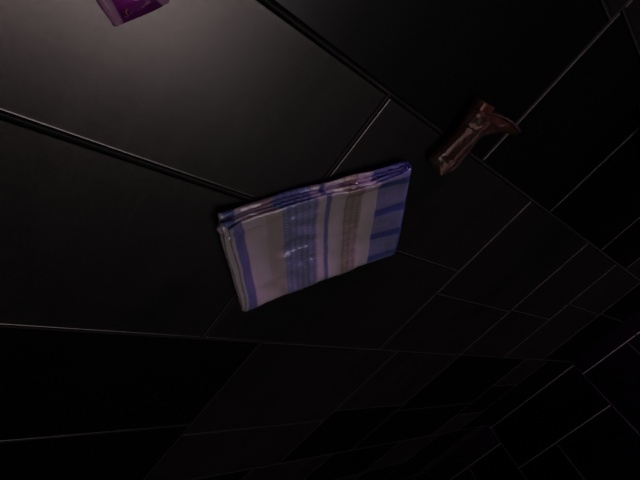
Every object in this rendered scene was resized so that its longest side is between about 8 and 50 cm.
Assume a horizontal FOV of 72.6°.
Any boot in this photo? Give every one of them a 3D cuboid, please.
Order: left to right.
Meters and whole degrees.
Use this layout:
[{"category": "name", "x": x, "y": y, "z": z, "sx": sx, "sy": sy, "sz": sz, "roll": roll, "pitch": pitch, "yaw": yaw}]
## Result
[{"category": "boot", "x": 0.222, "y": -0.138, "z": 0.635, "sx": 0.107, "sy": 0.037, "sz": 0.114, "roll": 19, "pitch": 117, "yaw": -29}]

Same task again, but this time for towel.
[{"category": "towel", "x": 0.000, "y": 0.000, "z": 0.640, "sx": 0.285, "sy": 0.034, "sz": 0.209, "roll": -18, "pitch": 140, "yaw": -17}]

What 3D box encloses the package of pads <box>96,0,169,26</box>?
[{"category": "package of pads", "x": -0.155, "y": -0.207, "z": 0.318, "sx": 0.050, "sy": 0.031, "sz": 0.083, "roll": -27, "pitch": 141, "yaw": -2}]
